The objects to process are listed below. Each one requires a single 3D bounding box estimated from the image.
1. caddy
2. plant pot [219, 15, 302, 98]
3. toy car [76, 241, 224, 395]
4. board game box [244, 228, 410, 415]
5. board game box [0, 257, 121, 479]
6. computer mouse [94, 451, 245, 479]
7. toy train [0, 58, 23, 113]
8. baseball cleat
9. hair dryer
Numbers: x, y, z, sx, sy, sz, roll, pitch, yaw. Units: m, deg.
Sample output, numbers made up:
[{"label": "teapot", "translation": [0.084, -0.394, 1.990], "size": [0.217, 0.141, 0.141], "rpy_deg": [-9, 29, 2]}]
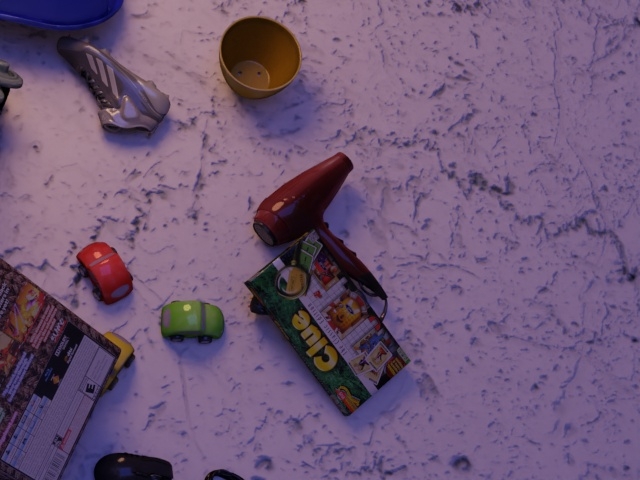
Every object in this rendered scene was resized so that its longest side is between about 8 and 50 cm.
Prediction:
[{"label": "caddy", "translation": [-0.469, -0.444, 1.890], "size": [0.341, 0.179, 0.241], "rpy_deg": [11, 44, -11]}, {"label": "plant pot", "translation": [-0.105, -0.282, 1.969], "size": [0.134, 0.095, 0.134], "rpy_deg": [5, 69, -13]}, {"label": "toy car", "translation": [-0.251, 0.112, 1.806], "size": [0.225, 0.053, 0.239], "rpy_deg": [3, 70, -14]}, {"label": "board game box", "translation": [0.013, 0.125, 1.847], "size": [0.136, 0.030, 0.259], "rpy_deg": [-40, 100, -16]}, {"label": "board game box", "translation": [-0.444, 0.171, 1.602], "size": [0.291, 0.141, 0.232], "rpy_deg": [46, 56, -41]}, {"label": "computer mouse", "translation": [-0.203, 0.349, 1.740], "size": [0.242, 0.041, 0.071], "rpy_deg": [11, 67, -12]}, {"label": "toy train", "translation": [-0.552, -0.199, 1.716], "size": [0.190, 0.334, 0.142], "rpy_deg": [26, 108, -5]}, {"label": "baseball cleat", "translation": [-0.339, -0.238, 1.903], "size": [0.206, 0.072, 0.109], "rpy_deg": [30, 72, 1]}, {"label": "hair dryer", "translation": [0.000, 0.000, 1.917], "size": [0.224, 0.080, 0.293], "rpy_deg": [11, 79, -20]}]
